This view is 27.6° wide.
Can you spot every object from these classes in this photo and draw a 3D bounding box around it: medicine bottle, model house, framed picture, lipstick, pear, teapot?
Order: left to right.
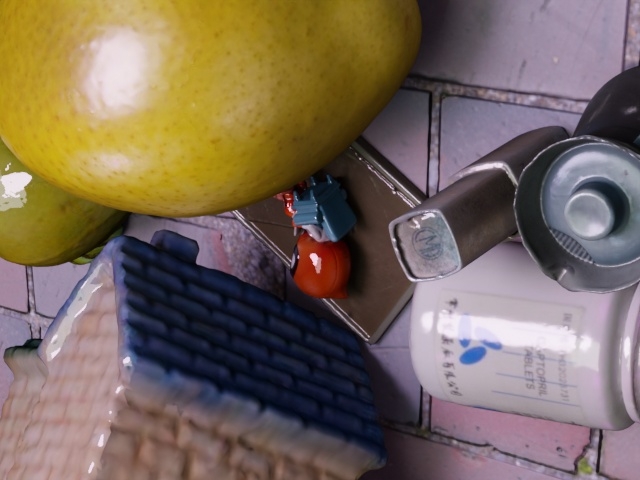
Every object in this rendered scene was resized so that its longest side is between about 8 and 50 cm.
[{"bbox_3d":[-0.156,0.218,1.448,0.445,0.395,0.400,-12,62,57],"label":"model house"},{"bbox_3d":[-0.112,-0.196,1.243,0.418,0.362,0.362,-20,96,4],"label":"pear"},{"bbox_3d":[0.010,-0.033,1.439,0.265,0.018,0.192,44,126,12],"label":"framed picture"},{"bbox_3d":[0.156,-0.034,1.193,0.077,0.253,0.079,-17,100,37],"label":"lipstick"},{"bbox_3d":[0.244,0.090,1.233,0.293,0.170,0.170,5,110,31],"label":"medicine bottle"},{"bbox_3d":[0.278,-0.063,1.116,0.171,0.225,0.203,41,125,14],"label":"teapot"}]

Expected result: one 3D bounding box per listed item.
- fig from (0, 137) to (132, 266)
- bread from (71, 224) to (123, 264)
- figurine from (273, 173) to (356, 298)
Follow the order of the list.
[{"bbox_3d":[-0.296,-0.087,1.461,0.230,0.207,0.207,-45,80,18],"label":"fig"},{"bbox_3d":[-0.306,-0.037,1.618,0.130,0.071,0.139,43,126,8],"label":"bread"},{"bbox_3d":[0.000,0.000,1.410,0.075,0.068,0.140,-1,114,31],"label":"figurine"}]
